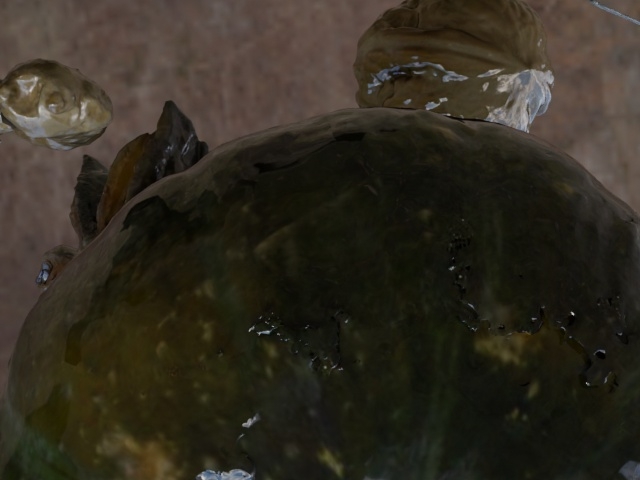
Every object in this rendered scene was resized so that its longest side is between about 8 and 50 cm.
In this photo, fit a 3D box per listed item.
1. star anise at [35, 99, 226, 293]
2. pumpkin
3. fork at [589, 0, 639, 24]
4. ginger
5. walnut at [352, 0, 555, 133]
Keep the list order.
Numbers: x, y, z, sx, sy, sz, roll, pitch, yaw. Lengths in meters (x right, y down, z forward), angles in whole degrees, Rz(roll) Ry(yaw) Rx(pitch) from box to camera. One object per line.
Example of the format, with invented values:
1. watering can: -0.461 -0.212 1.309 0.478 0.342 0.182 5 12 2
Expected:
1. star anise: -0.157 0.040 1.510 0.118 0.331 0.332 25 175 -35
2. pumpkin: 0.031 0.146 0.996 0.455 0.454 0.344 -8 -161 -8
3. fork: 0.232 -0.150 1.216 0.115 0.012 0.016 16 178 -27
4. ginger: -0.224 -0.058 0.935 0.259 0.065 0.149 -15 180 -36
5. walnut: 0.112 -0.134 1.416 0.155 0.155 0.184 -17 -170 -37
